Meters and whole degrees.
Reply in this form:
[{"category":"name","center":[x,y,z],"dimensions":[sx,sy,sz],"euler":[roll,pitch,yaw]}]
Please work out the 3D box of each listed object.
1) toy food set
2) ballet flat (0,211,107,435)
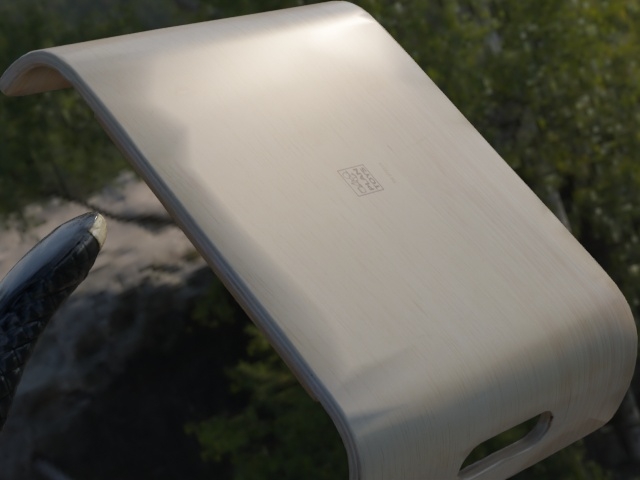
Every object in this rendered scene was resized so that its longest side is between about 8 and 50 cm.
[{"category":"toy food set","center":[0.000,0.000,0.769],"dimensions":[0.220,0.306,0.092],"euler":[-17,-31,-44]},{"category":"ballet flat","center":[-0.183,0.054,0.925],"dimensions":[0.057,0.049,0.173],"euler":[-3,49,53]}]
